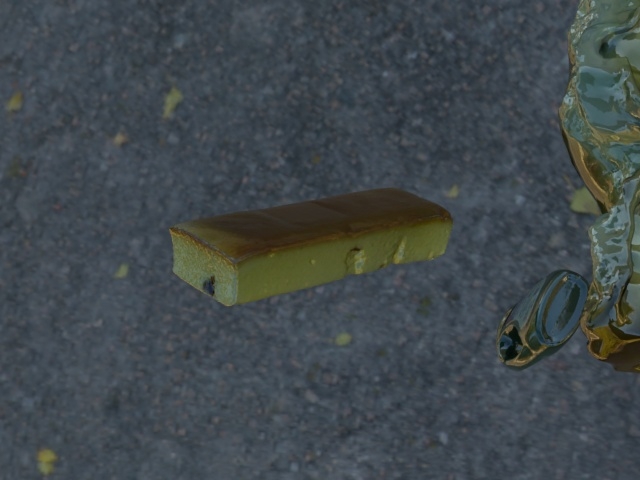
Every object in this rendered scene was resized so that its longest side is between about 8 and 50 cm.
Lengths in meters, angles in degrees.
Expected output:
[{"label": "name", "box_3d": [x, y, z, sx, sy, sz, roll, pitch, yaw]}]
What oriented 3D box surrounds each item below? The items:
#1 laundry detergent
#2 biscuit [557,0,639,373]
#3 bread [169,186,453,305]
[{"label": "laundry detergent", "box_3d": [0.283, 0.119, 1.479, 0.137, 0.063, 0.211, -62, 4, -23]}, {"label": "biscuit", "box_3d": [0.231, -0.047, 0.594, 0.329, 0.335, 0.078, 46, 149, 21]}, {"label": "bread", "box_3d": [0.000, 0.000, 1.349, 0.138, 0.361, 0.077, 23, 116, 46]}]
